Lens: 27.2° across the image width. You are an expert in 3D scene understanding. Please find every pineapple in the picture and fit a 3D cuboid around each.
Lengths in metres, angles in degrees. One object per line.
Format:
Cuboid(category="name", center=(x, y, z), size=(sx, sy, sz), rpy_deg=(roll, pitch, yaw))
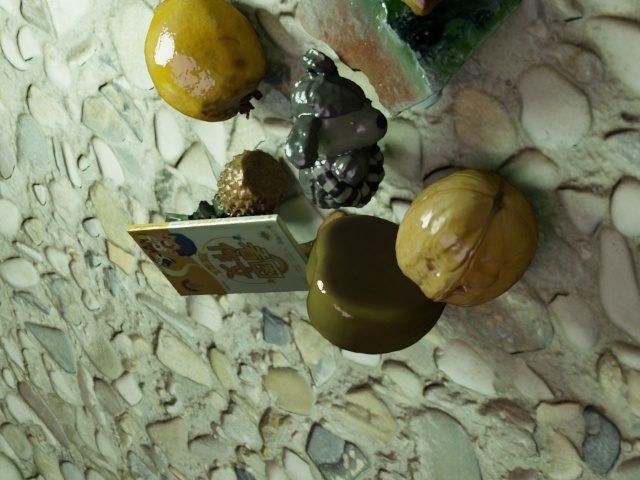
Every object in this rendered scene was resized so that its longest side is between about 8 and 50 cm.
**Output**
Cuboid(category="pineapple", center=(-0.163, -0.063, 2.283), size=(0.119, 0.130, 0.277), rpy_deg=(31, 143, -20))

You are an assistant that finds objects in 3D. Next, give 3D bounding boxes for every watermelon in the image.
Cuboid(category="watermelon", center=(0.097, -0.308, 1.816), size=(0.264, 0.151, 0.302), rpy_deg=(48, 140, 6))

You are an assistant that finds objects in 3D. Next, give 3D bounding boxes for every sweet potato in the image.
Cuboid(category="sweet potato", center=(0.000, 0.000, 2.217), size=(0.050, 0.050, 0.214), rpy_deg=(53, 147, 0))

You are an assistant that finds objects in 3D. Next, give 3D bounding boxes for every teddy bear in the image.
Cuboid(category="teddy bear", center=(0.024, -0.141, 1.932), size=(0.144, 0.171, 0.251), rpy_deg=(14, 151, 20))

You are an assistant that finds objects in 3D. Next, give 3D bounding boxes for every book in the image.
Cuboid(category="book", center=(-0.162, 0.028, 2.282), size=(0.295, 0.020, 0.208), rpy_deg=(-4, 143, 26))

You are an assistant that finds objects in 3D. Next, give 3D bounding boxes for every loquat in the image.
Cuboid(category="loquat", center=(-0.182, -0.285, 2.094), size=(0.234, 0.176, 0.187), rpy_deg=(53, 157, 4))

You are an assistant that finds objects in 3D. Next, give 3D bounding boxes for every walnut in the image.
Cuboid(category="walnut", center=(0.209, 0.000, 1.912), size=(0.193, 0.193, 0.226), rpy_deg=(50, 140, 3))

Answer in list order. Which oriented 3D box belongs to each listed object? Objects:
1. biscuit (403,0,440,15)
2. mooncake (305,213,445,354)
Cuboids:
Cuboid(category="biscuit", center=(0.131, -0.407, 1.719), size=(0.183, 0.174, 0.039), rpy_deg=(46, 177, 13))
Cuboid(category="mooncake", center=(0.089, 0.073, 2.059), size=(0.235, 0.235, 0.117), rpy_deg=(36, 134, 19))
